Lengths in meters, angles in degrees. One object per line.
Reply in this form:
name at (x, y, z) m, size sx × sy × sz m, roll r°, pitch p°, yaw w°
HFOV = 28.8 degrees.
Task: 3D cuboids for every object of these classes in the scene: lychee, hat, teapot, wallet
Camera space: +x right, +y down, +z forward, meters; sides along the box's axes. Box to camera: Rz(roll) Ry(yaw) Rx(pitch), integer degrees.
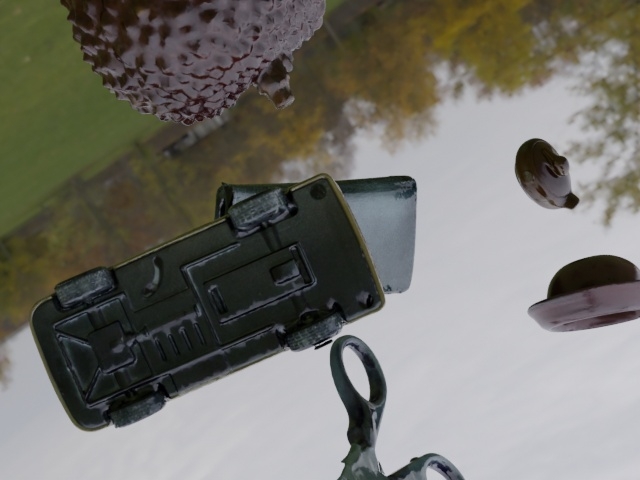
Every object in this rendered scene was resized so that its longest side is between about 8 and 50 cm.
lychee at (-0.124, -0.256, 1.240) m, size 0.275 × 0.304 × 0.276 m, roll -36°, pitch -176°, yaw 3°
hat at (0.380, 0.069, 1.715) m, size 0.205 × 0.089 × 0.205 m, roll -9°, pitch 167°, yaw -2°
teapot at (0.362, -0.104, 1.956) m, size 0.078 × 0.129 × 0.098 m, roll -25°, pitch -168°, yaw 45°
wallet at (0.000, 0.000, 1.860) m, size 0.379 × 0.191 × 0.046 m, roll -5°, pitch -164°, yaw -40°

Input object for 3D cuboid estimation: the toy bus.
toy bus at (-0.117, 0.069, 1.365) m, size 0.365 × 0.177 × 0.202 m, roll -23°, pitch -179°, yaw 5°

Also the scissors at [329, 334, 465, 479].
scissors at (0.047, 0.262, 1.297) m, size 0.029 × 0.256 × 0.383 m, roll -35°, pitch -176°, yaw 25°
